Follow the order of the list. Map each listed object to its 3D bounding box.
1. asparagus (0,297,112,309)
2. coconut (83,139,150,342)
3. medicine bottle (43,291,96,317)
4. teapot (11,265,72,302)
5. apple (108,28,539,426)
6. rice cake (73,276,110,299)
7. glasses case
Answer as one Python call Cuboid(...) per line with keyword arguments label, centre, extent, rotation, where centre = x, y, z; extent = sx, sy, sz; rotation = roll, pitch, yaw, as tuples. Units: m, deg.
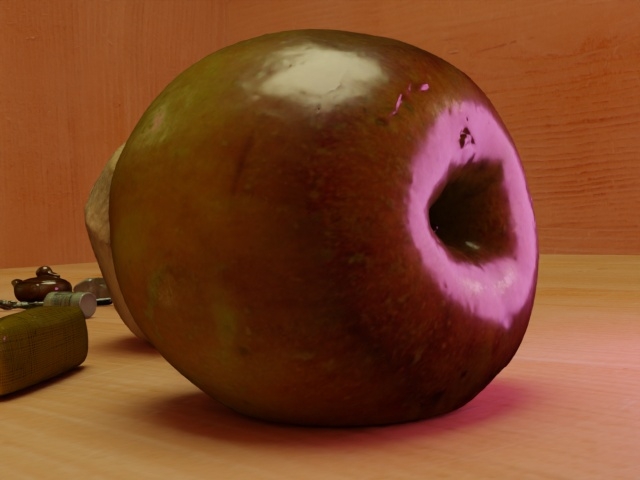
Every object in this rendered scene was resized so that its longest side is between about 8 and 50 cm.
Cuboid(label="asparagus", centre=(-0.519, 0.121, 1.925), extent=(0.233, 0.022, 0.023), rotation=(0, 30, -13))
Cuboid(label="coconut", centre=(-0.170, 0.006, 1.367), extent=(0.329, 0.328, 0.329), rotation=(-2, 2, 0))
Cuboid(label="medicine bottle", centre=(-0.435, 0.111, 1.729), extent=(0.083, 0.047, 0.047), rotation=(0, 2, 28))
Cuboid(label="teapot", centre=(-0.555, 0.090, 1.979), extent=(0.129, 0.078, 0.098), rotation=(-3, -3, 27))
Cuboid(label="apple", centre=(0.000, 0.000, 0.896), extent=(0.374, 0.374, 0.384), rotation=(0, -27, 41))
Cuboid(label="rice cake", centre=(-0.407, 0.095, 2.110), extent=(0.057, 0.052, 0.256), rotation=(-41, -20, 30))
Cuboid(label="glasses case", centre=(-0.304, 0.111, 1.054), extent=(0.064, 0.079, 0.234), rotation=(-9, 1, 7))
